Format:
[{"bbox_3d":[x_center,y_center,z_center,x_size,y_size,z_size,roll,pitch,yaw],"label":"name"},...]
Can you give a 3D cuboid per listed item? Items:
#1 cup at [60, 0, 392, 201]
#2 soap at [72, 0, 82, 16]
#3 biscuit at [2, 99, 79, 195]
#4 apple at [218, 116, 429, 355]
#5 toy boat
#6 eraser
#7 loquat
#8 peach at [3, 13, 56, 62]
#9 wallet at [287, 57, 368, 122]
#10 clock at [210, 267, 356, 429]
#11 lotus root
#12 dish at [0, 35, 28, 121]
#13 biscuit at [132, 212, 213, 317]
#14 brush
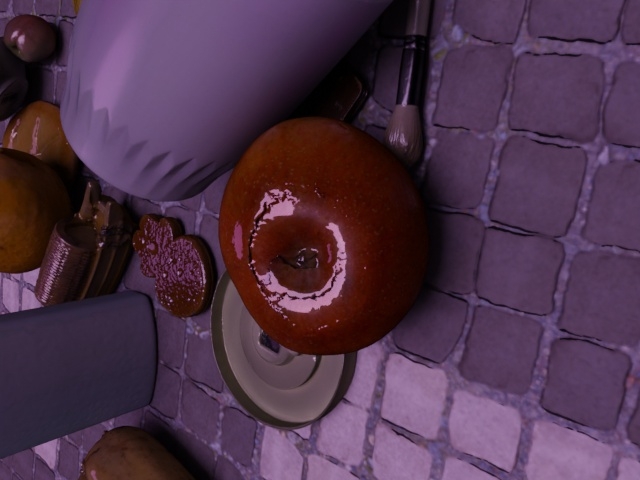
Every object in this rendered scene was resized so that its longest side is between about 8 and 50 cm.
[{"bbox_3d":[-0.114,-0.221,0.636,0.371,0.253,0.254,-43,69,39],"label":"cup"},{"bbox_3d":[-0.245,-0.407,0.823,0.427,0.115,0.306,-21,78,38],"label":"soap"},{"bbox_3d":[-0.498,-0.151,1.092,0.259,0.041,0.203,-20,82,39],"label":"biscuit"},{"bbox_3d":[0.000,0.000,0.606,0.210,0.173,0.235,-32,99,20],"label":"apple"},{"bbox_3d":[-0.383,0.042,0.973,0.089,0.115,0.310,47,120,22],"label":"toy boat"},{"bbox_3d":[-0.379,0.185,0.872,0.104,0.289,0.189,4,98,39],"label":"eraser"},{"bbox_3d":[-0.507,-0.046,0.980,0.207,0.208,0.208,4,97,38],"label":"loquat"},{"bbox_3d":[-0.493,-0.345,1.045,0.083,0.083,0.083,4,97,38],"label":"peach"},{"bbox_3d":[-0.017,-0.135,0.726,0.176,0.026,0.095,-53,57,26],"label":"wallet"},{"bbox_3d":[-0.056,0.119,0.778,0.234,0.029,0.235,4,97,38],"label":"clock"},{"bbox_3d":[-0.250,0.388,0.885,0.284,0.146,0.160,34,132,28],"label":"lotus root"},{"bbox_3d":[-0.569,-0.263,1.079,0.066,0.191,0.191,35,120,-7],"label":"dish"},{"bbox_3d":[-0.213,0.032,0.895,0.175,0.026,0.124,47,119,25],"label":"biscuit"},{"bbox_3d":[0.102,-0.220,0.624,0.042,0.039,0.300,13,99,33],"label":"brush"}]
